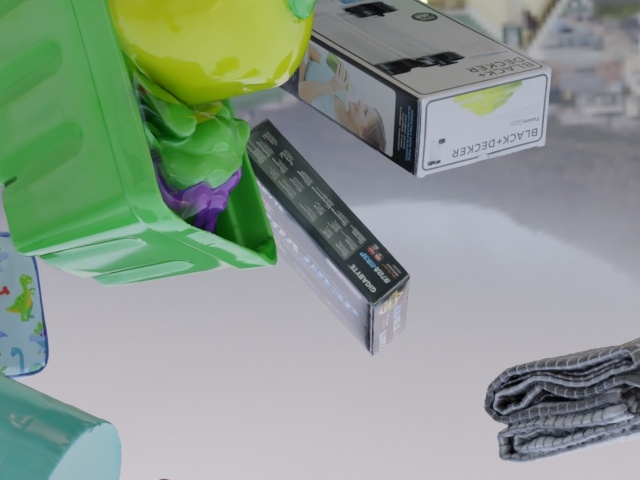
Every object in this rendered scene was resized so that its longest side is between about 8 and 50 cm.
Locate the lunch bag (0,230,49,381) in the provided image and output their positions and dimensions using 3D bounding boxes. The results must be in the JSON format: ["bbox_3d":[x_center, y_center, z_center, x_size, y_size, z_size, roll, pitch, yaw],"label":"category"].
[{"bbox_3d":[-0.401,0.075,1.711,0.219,0.176,0.090,-5,171,-43],"label":"lunch bag"}]

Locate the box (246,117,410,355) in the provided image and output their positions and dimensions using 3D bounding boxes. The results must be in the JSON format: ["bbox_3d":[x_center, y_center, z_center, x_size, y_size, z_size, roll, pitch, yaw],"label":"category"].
[{"bbox_3d":[0.000,0.000,1.615,0.051,0.220,0.175,-39,164,-12],"label":"box"}]

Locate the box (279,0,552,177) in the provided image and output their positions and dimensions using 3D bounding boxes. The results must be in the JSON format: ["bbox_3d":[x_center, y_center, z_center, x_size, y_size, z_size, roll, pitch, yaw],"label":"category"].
[{"bbox_3d":[0.086,-0.174,1.679,0.169,0.087,0.290,-14,-147,-28],"label":"box"}]

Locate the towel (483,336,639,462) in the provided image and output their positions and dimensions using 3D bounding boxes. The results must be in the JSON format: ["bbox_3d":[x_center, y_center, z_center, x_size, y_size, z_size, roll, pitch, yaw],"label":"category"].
[{"bbox_3d":[0.353,0.159,1.794,0.235,0.121,0.283,-7,169,-34],"label":"towel"}]

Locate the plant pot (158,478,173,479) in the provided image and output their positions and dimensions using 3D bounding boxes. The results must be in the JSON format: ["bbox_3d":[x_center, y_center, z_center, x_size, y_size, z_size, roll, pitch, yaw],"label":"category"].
[{"bbox_3d":[-0.164,0.495,2.334,0.267,0.236,0.267,18,-111,52],"label":"plant pot"}]

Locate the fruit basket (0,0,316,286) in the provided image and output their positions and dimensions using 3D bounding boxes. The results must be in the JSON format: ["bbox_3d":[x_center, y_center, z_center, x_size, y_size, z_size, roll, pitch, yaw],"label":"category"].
[{"bbox_3d":[-0.121,-0.172,1.417,0.392,0.392,0.283,1,168,23],"label":"fruit basket"}]

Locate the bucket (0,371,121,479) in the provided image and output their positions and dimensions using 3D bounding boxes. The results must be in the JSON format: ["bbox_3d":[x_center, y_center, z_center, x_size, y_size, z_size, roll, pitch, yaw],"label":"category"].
[{"bbox_3d":[-0.302,0.240,1.372,0.183,0.281,0.281,18,-163,12],"label":"bucket"}]
